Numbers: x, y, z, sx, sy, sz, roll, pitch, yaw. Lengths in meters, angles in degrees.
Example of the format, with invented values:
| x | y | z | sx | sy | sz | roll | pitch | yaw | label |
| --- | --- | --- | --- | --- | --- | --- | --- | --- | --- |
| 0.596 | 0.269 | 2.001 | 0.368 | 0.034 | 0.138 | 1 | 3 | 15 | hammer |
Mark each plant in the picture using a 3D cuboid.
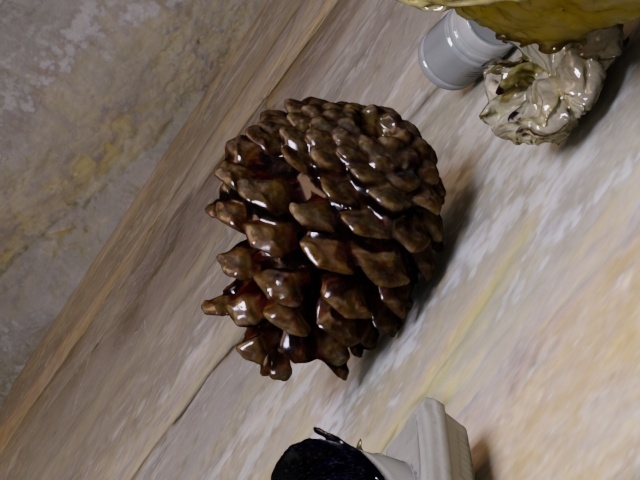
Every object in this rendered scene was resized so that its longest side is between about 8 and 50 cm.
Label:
| x | y | z | sx | sy | sz | roll | pitch | yaw | label |
| --- | --- | --- | --- | --- | --- | --- | --- | --- | --- |
| 0.139 | -0.130 | 1.225 | 0.116 | 0.122 | 0.104 | -54 | 10 | -29 | plant |

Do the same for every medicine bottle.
| x | y | z | sx | sy | sz | roll | pitch | yaw | label |
| --- | --- | --- | --- | --- | --- | --- | --- | --- | --- |
| 0.124 | -0.167 | 1.542 | 0.058 | 0.058 | 0.091 | -65 | 12 | -26 | medicine bottle |

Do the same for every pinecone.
| x | y | z | sx | sy | sz | roll | pitch | yaw | label |
| --- | --- | --- | --- | --- | --- | --- | --- | --- | --- |
| 0.003 | -0.004 | 1.379 | 0.184 | 0.179 | 0.204 | -38 | -27 | -51 | pinecone |

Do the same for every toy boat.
| x | y | z | sx | sy | sz | roll | pitch | yaw | label |
| --- | --- | --- | --- | --- | --- | --- | --- | --- | --- |
| 0.015 | 0.173 | 0.954 | 0.141 | 0.141 | 0.269 | -56 | -3 | 19 | toy boat |

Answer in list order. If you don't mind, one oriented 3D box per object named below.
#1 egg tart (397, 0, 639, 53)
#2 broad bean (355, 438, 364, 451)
| x | y | z | sx | sy | sz | roll | pitch | yaw | label |
| --- | --- | --- | --- | --- | --- | --- | --- | --- | --- |
| 0.168 | -0.231 | 1.129 | 0.345 | 0.132 | 0.345 | -20 | 37 | 16 | egg tart |
| -0.035 | 0.241 | 1.208 | 0.254 | 0.046 | 0.065 | -61 | 18 | -3 | broad bean |
